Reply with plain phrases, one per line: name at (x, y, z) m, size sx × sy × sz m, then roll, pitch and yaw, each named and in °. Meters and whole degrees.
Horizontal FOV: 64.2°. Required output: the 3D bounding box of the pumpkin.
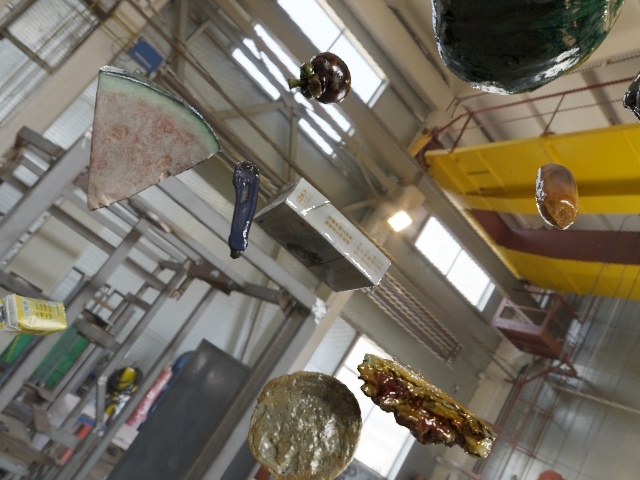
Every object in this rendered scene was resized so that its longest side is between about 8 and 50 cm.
pumpkin at (0.273, -0.348, 0.709) m, size 0.263 × 0.197 × 0.292 m, roll 19°, pitch -54°, yaw 31°

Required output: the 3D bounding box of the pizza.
pizza at (0.113, 0.202, 0.629) m, size 0.194 × 0.069 × 0.154 m, roll 32°, pitch 0°, yaw -21°

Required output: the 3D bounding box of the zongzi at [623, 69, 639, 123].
zongzi at (0.805, -0.216, 0.948) m, size 0.356 × 0.174 × 0.393 m, roll 16°, pitch 26°, yaw -18°

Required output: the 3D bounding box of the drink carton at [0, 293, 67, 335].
drink carton at (-0.651, 0.161, 1.111) m, size 0.200 × 0.075 × 0.084 m, roll 45°, pitch 26°, yaw -70°

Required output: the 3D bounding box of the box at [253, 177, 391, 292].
box at (-0.001, -0.001, 0.960) m, size 0.233 × 0.067 × 0.149 m, roll 42°, pitch -30°, yaw -17°

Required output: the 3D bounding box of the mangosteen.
mangosteen at (0.012, -0.505, 1.618) m, size 0.173 × 0.184 × 0.172 m, roll 24°, pitch -41°, yaw 22°

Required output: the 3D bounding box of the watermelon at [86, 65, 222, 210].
watermelon at (-0.418, -0.234, 1.076) m, size 0.283 × 0.293 × 0.250 m, roll 11°, pitch -47°, yaw 48°

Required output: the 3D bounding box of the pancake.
pancake at (-0.020, 0.237, 0.658) m, size 0.152 × 0.151 × 0.025 m, roll 27°, pitch -17°, yaw 20°

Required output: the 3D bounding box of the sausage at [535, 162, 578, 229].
sausage at (0.542, -0.107, 1.172) m, size 0.098 × 0.238 × 0.098 m, roll 9°, pitch -58°, yaw 15°

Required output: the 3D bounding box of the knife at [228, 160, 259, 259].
knife at (-0.088, -0.036, 0.567) m, size 0.031 × 0.121 × 0.018 m, roll 5°, pitch -29°, yaw 0°
